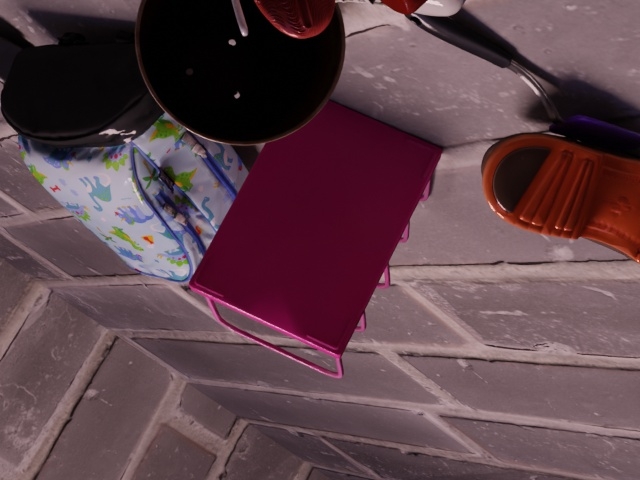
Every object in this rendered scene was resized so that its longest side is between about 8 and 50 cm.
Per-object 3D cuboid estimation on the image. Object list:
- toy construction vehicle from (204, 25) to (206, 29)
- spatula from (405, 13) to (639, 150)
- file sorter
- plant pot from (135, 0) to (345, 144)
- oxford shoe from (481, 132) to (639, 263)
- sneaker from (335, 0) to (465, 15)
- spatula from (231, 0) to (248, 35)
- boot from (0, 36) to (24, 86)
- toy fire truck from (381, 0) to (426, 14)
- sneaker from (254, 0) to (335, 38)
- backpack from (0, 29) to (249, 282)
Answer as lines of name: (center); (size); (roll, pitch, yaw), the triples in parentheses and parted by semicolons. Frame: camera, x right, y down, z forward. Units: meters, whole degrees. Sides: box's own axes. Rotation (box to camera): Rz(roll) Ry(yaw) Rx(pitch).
toy construction vehicle: (-0.167, -0.263, 1.548); (0.086, 0.035, 0.098); (35, 160, 13)
spatula: (0.207, -0.163, 1.289); (0.296, 0.030, 0.084); (32, 166, -11)
file sorter: (0.000, 0.000, 1.596); (0.202, 0.290, 0.182); (24, 163, 11)
plant pot: (-0.099, -0.205, 1.385); (0.215, 0.215, 0.230); (31, 175, -9)
oxford shoe: (0.348, -0.038, 1.342); (0.364, 0.130, 0.133); (21, -166, -2)
sneaker: (0.026, -0.257, 1.217); (0.237, 0.086, 0.085); (21, 158, 16)
spatula: (-0.101, -0.308, 1.115); (0.019, 0.242, 0.168); (-17, 149, -2)
boot: (-0.441, -0.251, 1.911); (0.219, 0.082, 0.106); (38, 180, -38)
toy fire truck: (0.027, -0.330, 0.970); (0.254, 0.169, 0.302); (46, 179, 44)
sneaker: (-0.030, -0.284, 1.125); (0.087, 0.221, 0.128); (-19, 179, 15)
backpack: (-0.250, -0.104, 1.780); (0.290, 0.273, 0.355); (6, 164, 33)
